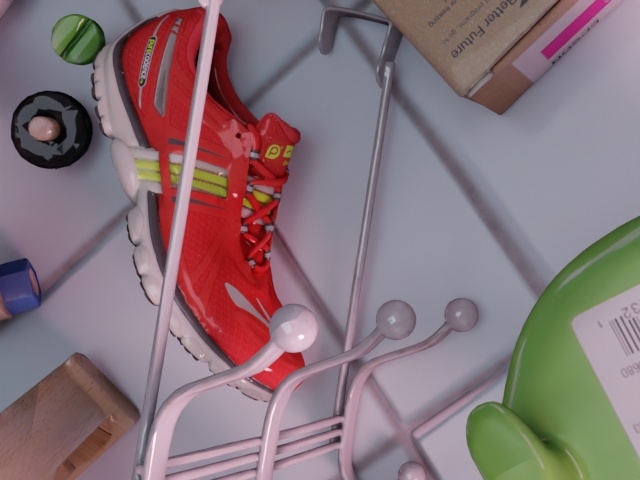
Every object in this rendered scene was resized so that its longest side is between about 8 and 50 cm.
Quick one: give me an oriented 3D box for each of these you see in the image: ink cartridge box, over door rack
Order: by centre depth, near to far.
[{"bbox_3d":[0.000,0.000,0.569,0.108,0.239,0.324,-3,86,26],"label":"over door rack"},{"bbox_3d":[0.120,-0.223,0.612,0.235,0.088,0.193,-43,72,16],"label":"ink cartridge box"}]

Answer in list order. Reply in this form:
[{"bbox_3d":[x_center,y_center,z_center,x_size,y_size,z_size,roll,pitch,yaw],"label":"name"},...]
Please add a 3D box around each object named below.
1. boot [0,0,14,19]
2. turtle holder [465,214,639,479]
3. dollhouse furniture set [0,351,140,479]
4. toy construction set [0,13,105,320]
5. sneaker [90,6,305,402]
[{"bbox_3d":[-0.321,-0.274,0.825,0.258,0.095,0.123,43,97,13],"label":"boot"},{"bbox_3d":[0.238,0.123,0.461,0.320,0.227,0.243,35,100,22],"label":"turtle holder"},{"bbox_3d":[-0.124,0.304,0.660,0.362,0.256,0.394,-43,92,17],"label":"dollhouse furniture set"},{"bbox_3d":[-0.323,-0.047,0.669,0.309,0.237,0.257,9,96,-3],"label":"toy construction set"},{"bbox_3d":[-0.062,-0.032,0.677,0.118,0.107,0.278,-25,77,16],"label":"sneaker"}]
